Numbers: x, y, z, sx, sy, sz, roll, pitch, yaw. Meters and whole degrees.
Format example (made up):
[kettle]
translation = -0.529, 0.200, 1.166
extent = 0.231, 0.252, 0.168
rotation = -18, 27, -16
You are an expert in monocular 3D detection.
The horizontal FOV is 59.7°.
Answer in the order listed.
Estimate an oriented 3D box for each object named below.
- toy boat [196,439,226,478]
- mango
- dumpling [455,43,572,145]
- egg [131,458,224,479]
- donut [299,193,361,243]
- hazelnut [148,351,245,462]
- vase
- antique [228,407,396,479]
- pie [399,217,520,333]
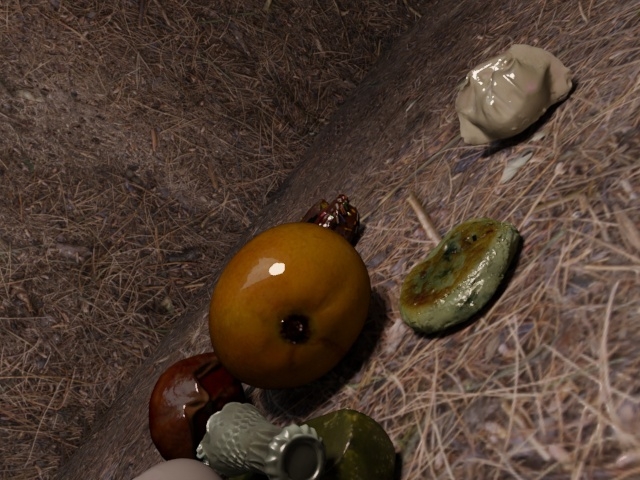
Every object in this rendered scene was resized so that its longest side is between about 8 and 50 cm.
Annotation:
[toy boat]
translation = -0.152, 0.328, 0.870
extent = 0.140, 0.066, 0.059
rotation = -45, 18, 19
[mango]
translation = -0.059, 0.106, 0.890
extent = 0.263, 0.221, 0.378
rotation = -57, 5, -14
[dumpling]
translation = 0.292, -0.230, 0.879
extent = 0.188, 0.127, 0.108
rotation = -34, 12, 29
[egg]
translation = -0.154, 0.343, 0.562
extent = 0.176, 0.176, 0.231
rotation = -29, 49, 53
[donut]
translation = -0.001, 0.000, 1.227
extent = 0.216, 0.096, 0.230
rotation = -57, 16, -21
[hazelnut]
translation = -0.210, 0.295, 0.968
extent = 0.161, 0.170, 0.201
rotation = -19, 52, 17
[vase]
translation = -0.054, 0.209, 0.557
extent = 0.149, 0.081, 0.081
rotation = -15, 36, 57
[antique]
translation = -0.011, 0.255, 0.610
extent = 0.221, 0.080, 0.081
rotation = -34, 21, 42
[pie]
translation = 0.171, 0.039, 0.712
extent = 0.187, 0.041, 0.187
rotation = -45, 13, 14
